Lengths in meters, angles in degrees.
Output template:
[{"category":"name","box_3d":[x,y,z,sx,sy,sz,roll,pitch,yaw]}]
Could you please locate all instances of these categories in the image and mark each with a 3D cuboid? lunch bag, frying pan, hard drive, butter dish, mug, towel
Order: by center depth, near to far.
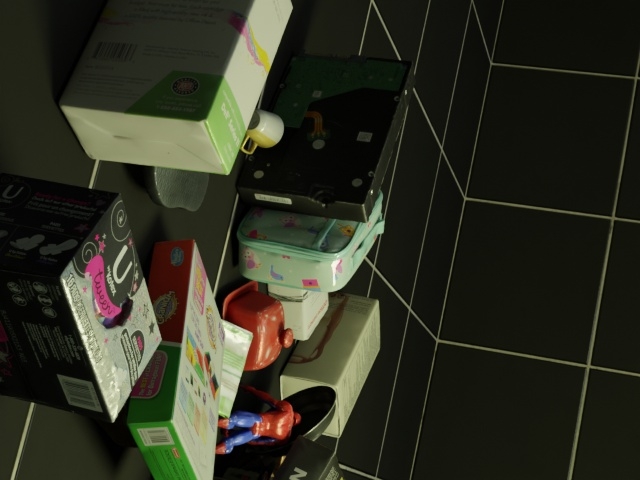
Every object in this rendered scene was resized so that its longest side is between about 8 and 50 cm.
[{"category":"towel","box_3d":[-0.171,0.206,1.950,0.113,0.023,0.152,29,66,-35]},{"category":"mug","box_3d":[-0.104,-0.189,2.009,0.064,0.062,0.078,25,67,-64]},{"category":"butter dish","box_3d":[-0.105,0.163,2.072,0.160,0.118,0.160,-31,127,-69]},{"category":"hard drive","box_3d":[0.016,-0.191,2.092,0.064,0.237,0.339,75,28,-53]},{"category":"lunch bag","box_3d":[-0.010,-0.025,2.107,0.279,0.224,0.108,-57,151,-51]},{"category":"frying pan","box_3d":[-0.071,0.375,2.166,0.053,0.197,0.326,59,31,-17]}]

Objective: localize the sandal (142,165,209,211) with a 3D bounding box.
[{"category":"sandal","box_3d":[-0.222,-0.091,1.713,0.254,0.054,0.097,62,46,-77]}]

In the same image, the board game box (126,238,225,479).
[{"category":"board game box","box_3d":[-0.203,0.195,1.725,0.242,0.064,0.316,78,10,-48]}]

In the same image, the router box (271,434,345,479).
[{"category":"router box","box_3d":[-0.063,0.537,2.114,0.309,0.081,0.243,-57,155,-25]}]

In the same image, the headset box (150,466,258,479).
[{"category":"headset box","box_3d":[-0.159,0.499,1.850,0.131,0.246,0.283,47,52,-67]}]

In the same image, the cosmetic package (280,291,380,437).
[{"category":"cosmetic package","box_3d":[0.026,0.258,2.517,0.296,0.129,0.153,-60,154,-51]}]

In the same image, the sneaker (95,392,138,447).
[{"category":"sneaker","box_3d":[-0.281,0.212,1.644,0.192,0.064,0.086,73,22,-53]}]

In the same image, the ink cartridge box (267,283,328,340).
[{"category":"ink cartridge box","box_3d":[-0.043,0.075,2.288,0.139,0.082,0.191,-54,149,-55]}]

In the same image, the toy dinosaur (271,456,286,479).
[{"category":"toy dinosaur","box_3d":[-0.072,0.423,2.394,0.112,0.064,0.212,2,96,-71]}]

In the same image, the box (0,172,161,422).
[{"category":"box","box_3d":[-0.296,0.065,1.339,0.247,0.163,0.142,81,26,-44]}]

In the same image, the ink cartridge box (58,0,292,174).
[{"category":"ink cartridge box","box_3d":[-0.167,-0.268,1.517,0.119,0.207,0.353,69,34,-56]}]

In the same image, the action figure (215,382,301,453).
[{"category":"action figure","box_3d":[-0.152,0.318,2.075,0.280,0.139,0.091,3,98,-50]}]

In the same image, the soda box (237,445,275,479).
[{"category":"soda box","box_3d":[-0.139,0.469,2.217,0.060,0.053,0.169,82,24,-44]}]
